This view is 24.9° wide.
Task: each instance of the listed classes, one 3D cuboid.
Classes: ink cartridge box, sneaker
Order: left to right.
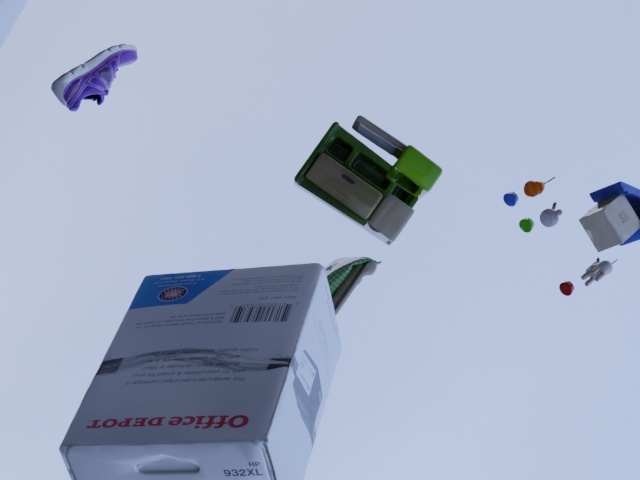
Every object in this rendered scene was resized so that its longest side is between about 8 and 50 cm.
[{"bbox_3d":[-0.351,-0.255,2.288,0.170,0.071,0.068,-39,-168,-36],"label":"sneaker"},{"bbox_3d":[-0.118,0.166,1.568,0.223,0.129,0.307,-4,-148,15],"label":"ink cartridge box"}]

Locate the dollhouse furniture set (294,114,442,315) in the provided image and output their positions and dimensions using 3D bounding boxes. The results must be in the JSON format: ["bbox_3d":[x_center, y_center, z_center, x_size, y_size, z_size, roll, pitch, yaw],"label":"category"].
[{"bbox_3d":[0.000,0.000,1.839,0.302,0.151,0.197,-55,180,-8],"label":"dollhouse furniture set"}]

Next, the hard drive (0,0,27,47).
[{"bbox_3d":[-0.444,-0.170,1.551,0.307,0.040,0.203,-54,162,25],"label":"hard drive"}]

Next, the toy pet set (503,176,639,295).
[{"bbox_3d":[0.264,-0.023,1.429,0.065,0.122,0.114,-36,-174,-37],"label":"toy pet set"}]
